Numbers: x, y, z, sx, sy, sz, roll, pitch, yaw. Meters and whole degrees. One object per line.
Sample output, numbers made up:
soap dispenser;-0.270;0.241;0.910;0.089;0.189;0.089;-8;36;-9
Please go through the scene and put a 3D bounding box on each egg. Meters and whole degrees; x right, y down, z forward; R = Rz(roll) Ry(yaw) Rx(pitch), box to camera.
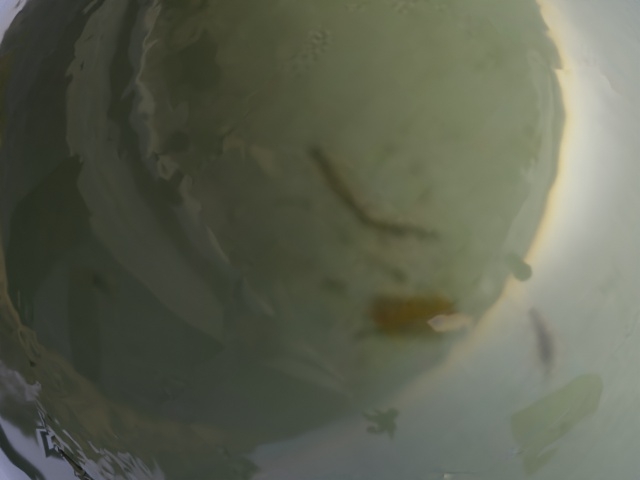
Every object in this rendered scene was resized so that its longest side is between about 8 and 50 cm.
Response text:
egg;0.000;0.000;0.514;0.203;0.203;0.283;-45;-170;-2
